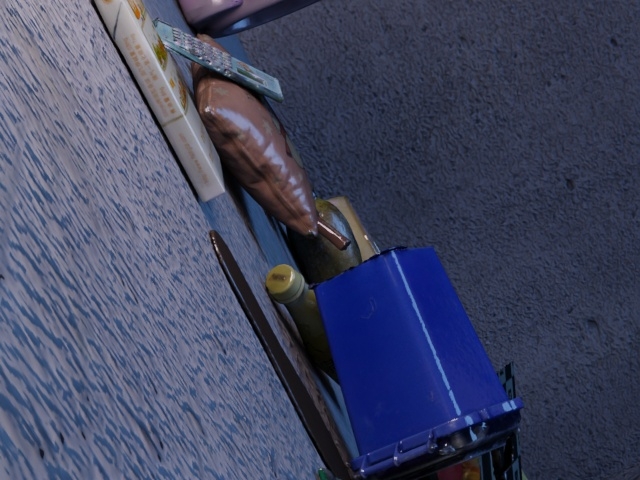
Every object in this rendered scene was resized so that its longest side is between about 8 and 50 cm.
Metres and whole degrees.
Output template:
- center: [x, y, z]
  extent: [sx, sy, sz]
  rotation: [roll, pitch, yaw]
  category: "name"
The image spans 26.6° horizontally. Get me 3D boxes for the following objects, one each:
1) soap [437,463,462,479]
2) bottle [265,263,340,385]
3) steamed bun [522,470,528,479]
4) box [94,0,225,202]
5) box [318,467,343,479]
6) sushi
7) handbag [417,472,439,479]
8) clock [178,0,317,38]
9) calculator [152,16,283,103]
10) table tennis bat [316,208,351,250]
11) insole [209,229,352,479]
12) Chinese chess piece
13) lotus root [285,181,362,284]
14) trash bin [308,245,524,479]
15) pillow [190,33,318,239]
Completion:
- center: [0.207, 0.370, 2.194]
  extent: [0.220, 0.127, 0.325]
  rotation: [-103, 168, -73]
  category: "soap"
- center: [0.014, 0.105, 1.553]
  extent: [0.270, 0.083, 0.083]
  rotation: [47, 15, -51]
  category: "bottle"
- center: [0.286, 0.461, 2.525]
  extent: [0.273, 0.166, 0.232]
  rotation: [59, 14, 10]
  category: "steamed bun"
- center: [-0.151, -0.150, 1.270]
  extent: [0.122, 0.032, 0.220]
  rotation: [-106, 171, -69]
  category: "box"
- center: [0.133, 0.324, 1.264]
  extent: [0.264, 0.106, 0.337]
  rotation: [61, 4, 21]
  category: "box"
- center: [0.238, 0.365, 1.964]
  extent: [0.359, 0.064, 0.343]
  rotation: [-6, 91, -73]
  category: "sushi"
- center: [0.107, 0.257, 1.898]
  extent: [0.247, 0.079, 0.260]
  rotation: [-109, 176, -51]
  category: "handbag"
- center: [-0.073, -0.434, 2.217]
  extent: [0.295, 0.322, 0.113]
  rotation: [-67, 136, -86]
  category: "clock"
- center: [-0.119, -0.207, 1.556]
  extent: [0.172, 0.018, 0.057]
  rotation: [25, 26, -22]
  category: "calculator"
- center: [-0.054, -0.003, 1.947]
  extent: [0.170, 0.119, 0.107]
  rotation: [38, 18, 14]
  category: "table tennis bat"
- center: [-0.029, 0.130, 1.280]
  extent: [0.328, 0.007, 0.111]
  rotation: [63, 2, -21]
  category: "insole"
- center: [0.058, 0.056, 2.285]
  extent: [0.270, 0.112, 0.270]
  rotation: [60, 4, -6]
  category: "Chinese chess piece"
- center: [0.000, 0.000, 2.038]
  extent: [0.113, 0.088, 0.192]
  rotation: [2, -61, 57]
  category: "lotus root"
- center: [0.090, 0.132, 1.439]
  extent: [0.184, 0.162, 0.235]
  rotation: [-4, 71, -57]
  category: "trash bin"
- center: [-0.086, -0.124, 1.626]
  extent: [0.223, 0.084, 0.236]
  rotation: [54, 9, -29]
  category: "pillow"
